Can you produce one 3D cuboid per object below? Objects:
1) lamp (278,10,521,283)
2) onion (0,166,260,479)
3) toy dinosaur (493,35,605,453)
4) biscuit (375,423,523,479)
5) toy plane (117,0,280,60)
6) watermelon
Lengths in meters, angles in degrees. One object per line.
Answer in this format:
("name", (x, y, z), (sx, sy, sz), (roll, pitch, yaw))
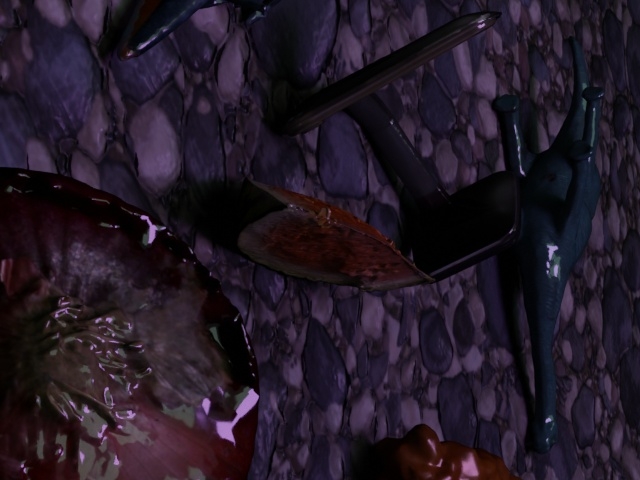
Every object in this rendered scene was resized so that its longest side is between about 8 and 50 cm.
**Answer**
("lamp", (0.112, -0.097, 1.339), (0.283, 0.203, 0.124), (47, 26, -42))
("onion", (-0.175, 0.104, 0.800), (0.272, 0.195, 0.272), (10, 62, -19))
("toy dinosaur", (0.269, 0.005, 1.723), (0.383, 0.129, 0.331), (-62, 147, -48))
("biscuit", (0.132, 0.347, 1.366), (0.318, 0.110, 0.312), (36, 53, -54))
("toy plane", (-0.054, -0.227, 1.150), (0.223, 0.104, 0.326), (96, 16, -48))
("watermelon", (0.003, -0.005, 1.192), (0.245, 0.119, 0.063), (30, 70, -56))
